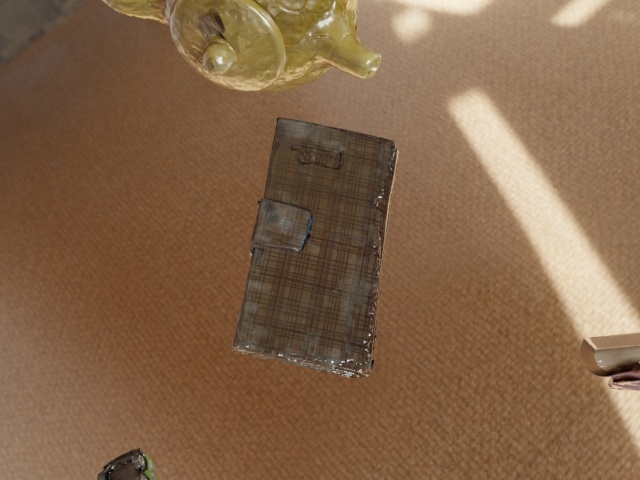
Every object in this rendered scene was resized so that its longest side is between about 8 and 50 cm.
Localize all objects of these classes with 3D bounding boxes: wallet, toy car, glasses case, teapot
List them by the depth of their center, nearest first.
[{"bbox_3d":[0.000,0.000,0.653,0.124,0.042,0.230,12,68,-5],"label":"wallet"},{"bbox_3d":[-0.085,-0.225,0.718,0.311,0.203,0.167,18,57,10],"label":"teapot"},{"bbox_3d":[0.429,0.153,0.896,0.193,0.102,0.070,-8,93,9],"label":"glasses case"},{"bbox_3d":[-0.250,0.370,0.993,0.071,0.062,0.165,-28,50,6],"label":"toy car"}]
